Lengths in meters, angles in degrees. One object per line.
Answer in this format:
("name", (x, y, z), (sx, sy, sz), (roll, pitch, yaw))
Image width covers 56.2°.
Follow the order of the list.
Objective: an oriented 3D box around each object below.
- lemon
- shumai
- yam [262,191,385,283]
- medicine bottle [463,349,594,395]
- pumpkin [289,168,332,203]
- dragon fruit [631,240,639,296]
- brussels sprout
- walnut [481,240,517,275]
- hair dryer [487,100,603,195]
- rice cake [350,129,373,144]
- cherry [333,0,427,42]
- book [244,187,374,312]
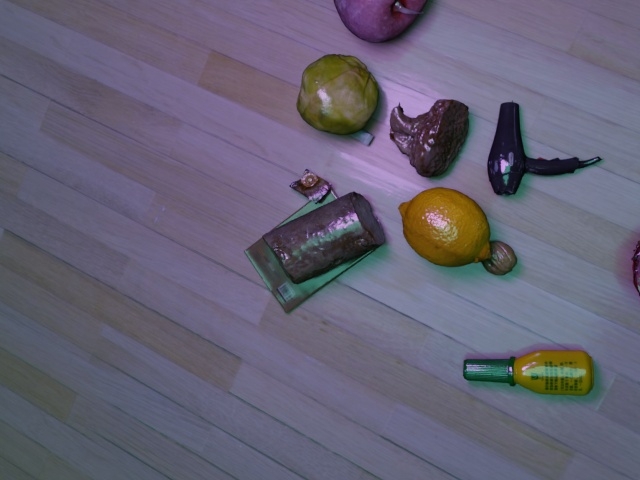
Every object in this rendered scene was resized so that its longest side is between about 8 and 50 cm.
("lemon", (0.308, -0.030, 1.474), (0.257, 0.188, 0.188), (31, 100, 12))
("shumai", (0.263, -0.274, 1.506), (0.176, 0.166, 0.205), (34, 100, 33))
("yam", (0.000, 0.000, 1.550), (0.305, 0.168, 0.167), (-26, 86, 12))
("medicine bottle", (0.514, 0.327, 1.495), (0.309, 0.076, 0.111), (-1, 90, 14))
("pumpkin", (-0.024, -0.144, 1.625), (0.101, 0.035, 0.073), (38, 83, 23))
("dragon fruit", (0.829, 0.051, 1.378), (0.211, 0.147, 0.281), (-2, 89, 24))
("brussels sprout", (0.046, -0.368, 1.517), (0.224, 0.161, 0.223), (1, 72, -4))
("walnut", (0.444, 0.045, 1.498), (0.092, 0.092, 0.092), (1, 93, 14))
("hair dryer", (0.551, -0.219, 1.475), (0.272, 0.091, 0.235), (6, 84, 2))
("rice cake", (0.062, -0.315, 1.602), (0.180, 0.030, 0.042), (33, 104, 11))
("cherry", (0.150, -0.610, 1.475), (0.236, 0.212, 0.285), (-43, 62, -9))
("book", (-0.034, 0.027, 1.650), (0.310, 0.021, 0.216), (-36, 83, 13))
